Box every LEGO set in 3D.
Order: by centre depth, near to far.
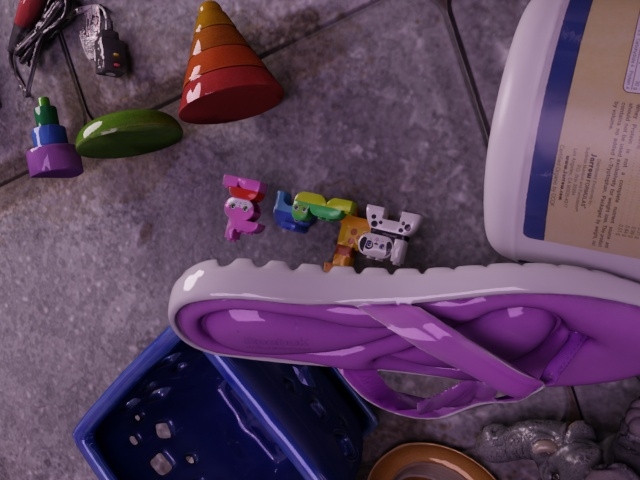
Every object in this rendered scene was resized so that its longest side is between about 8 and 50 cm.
[{"bbox_3d":[0.000,0.000,0.716,0.227,0.087,0.093,13,89,23],"label":"LEGO set"}]

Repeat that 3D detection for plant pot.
[{"bbox_3d":[-0.086,0.206,0.723,0.236,0.212,0.236,-45,79,23],"label":"plant pot"}]

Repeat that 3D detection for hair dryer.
[{"bbox_3d":[-0.362,-0.342,0.834,0.223,0.080,0.294,0,98,26],"label":"hair dryer"}]

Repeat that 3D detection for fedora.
[{"bbox_3d":[0.126,0.326,0.719,0.194,0.079,0.195,4,100,25],"label":"fedora"}]

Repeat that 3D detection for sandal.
[{"bbox_3d":[0.075,0.098,0.531,0.415,0.169,0.102,2,56,11],"label":"sandal"}]

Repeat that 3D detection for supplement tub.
[{"bbox_3d":[0.303,-0.066,0.488,0.316,0.228,0.229,13,104,22],"label":"supplement tub"}]

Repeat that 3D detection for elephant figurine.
[{"bbox_3d":[0.287,0.217,0.602,0.169,0.186,0.239,24,123,-15],"label":"elephant figurine"}]

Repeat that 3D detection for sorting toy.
[{"bbox_3d":[-0.220,-0.179,0.775,0.365,0.127,0.126,-14,86,25],"label":"sorting toy"}]

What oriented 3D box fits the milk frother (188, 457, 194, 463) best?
[{"bbox_3d":[-0.176,0.352,0.860,0.143,0.129,0.135,23,71,49],"label":"milk frother"}]
